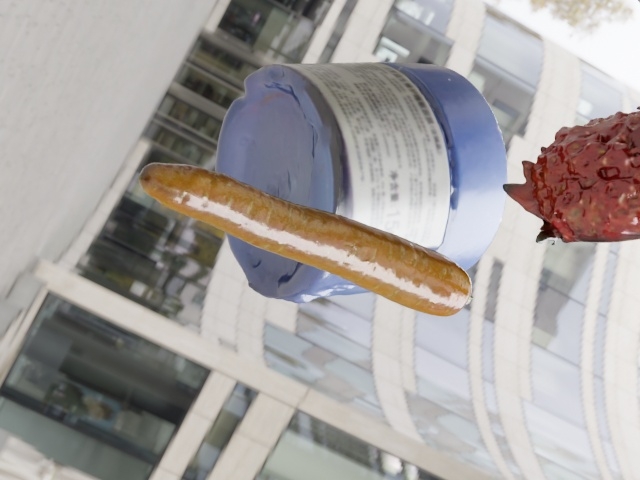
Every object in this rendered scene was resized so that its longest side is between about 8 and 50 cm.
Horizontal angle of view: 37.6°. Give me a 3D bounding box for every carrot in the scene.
[{"bbox_3d":[0.000,0.000,0.589,0.043,0.248,0.043,-36,-137,43],"label":"carrot"}]

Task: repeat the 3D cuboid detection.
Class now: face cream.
[{"bbox_3d":[0.034,-0.066,0.998,0.249,0.225,0.248,9,-79,53],"label":"face cream"}]

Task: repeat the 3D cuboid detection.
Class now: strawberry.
[{"bbox_3d":[0.274,-0.061,0.785,0.175,0.097,0.228,-22,-170,-22],"label":"strawberry"}]

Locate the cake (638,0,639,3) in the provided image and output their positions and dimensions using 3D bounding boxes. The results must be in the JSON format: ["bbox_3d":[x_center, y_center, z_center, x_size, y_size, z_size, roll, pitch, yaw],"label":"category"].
[{"bbox_3d":[0.314,-0.226,0.712,0.134,0.147,0.135,19,55,-75],"label":"cake"}]
